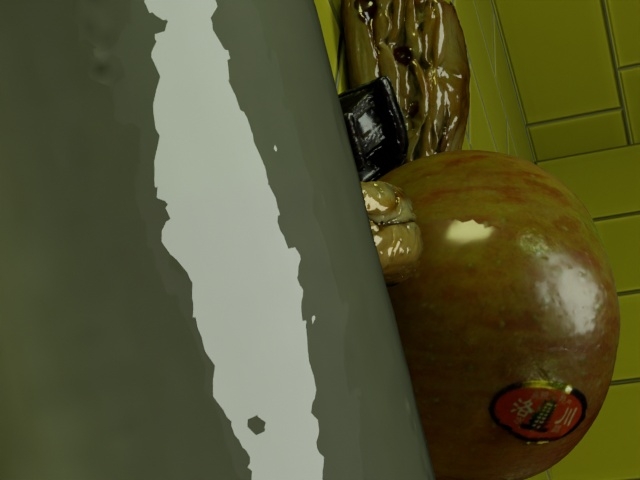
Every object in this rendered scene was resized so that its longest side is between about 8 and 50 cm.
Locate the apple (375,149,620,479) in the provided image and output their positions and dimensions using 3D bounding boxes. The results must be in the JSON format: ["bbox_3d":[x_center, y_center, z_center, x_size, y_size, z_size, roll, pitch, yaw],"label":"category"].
[{"bbox_3d":[0.156,0.091,1.375,0.400,0.334,0.400,-173,-90,-80],"label":"apple"}]

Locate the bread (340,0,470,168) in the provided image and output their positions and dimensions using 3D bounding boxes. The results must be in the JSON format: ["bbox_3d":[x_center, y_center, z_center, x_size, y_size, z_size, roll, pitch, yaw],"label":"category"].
[{"bbox_3d":[0.146,-0.250,1.814,0.277,0.167,0.324,-2,82,-73],"label":"bread"}]

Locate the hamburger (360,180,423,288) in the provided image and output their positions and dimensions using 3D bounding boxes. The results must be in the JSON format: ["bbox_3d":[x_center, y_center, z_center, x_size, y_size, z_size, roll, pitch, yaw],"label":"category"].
[{"bbox_3d":[0.002,0.000,1.146,0.214,0.214,0.108,22,59,-71],"label":"hamburger"}]

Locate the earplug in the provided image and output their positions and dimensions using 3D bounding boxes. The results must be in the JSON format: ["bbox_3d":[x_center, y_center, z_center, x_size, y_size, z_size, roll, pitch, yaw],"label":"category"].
[{"bbox_3d":[-0.127,-0.009,0.520,0.312,0.313,0.394,-23,103,-73],"label":"earplug"}]

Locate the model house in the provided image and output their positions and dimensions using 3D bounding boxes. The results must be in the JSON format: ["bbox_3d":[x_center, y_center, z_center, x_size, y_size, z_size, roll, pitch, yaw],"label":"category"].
[{"bbox_3d":[0.027,-0.099,1.446,0.152,0.106,0.165,-42,124,-33],"label":"model house"}]
